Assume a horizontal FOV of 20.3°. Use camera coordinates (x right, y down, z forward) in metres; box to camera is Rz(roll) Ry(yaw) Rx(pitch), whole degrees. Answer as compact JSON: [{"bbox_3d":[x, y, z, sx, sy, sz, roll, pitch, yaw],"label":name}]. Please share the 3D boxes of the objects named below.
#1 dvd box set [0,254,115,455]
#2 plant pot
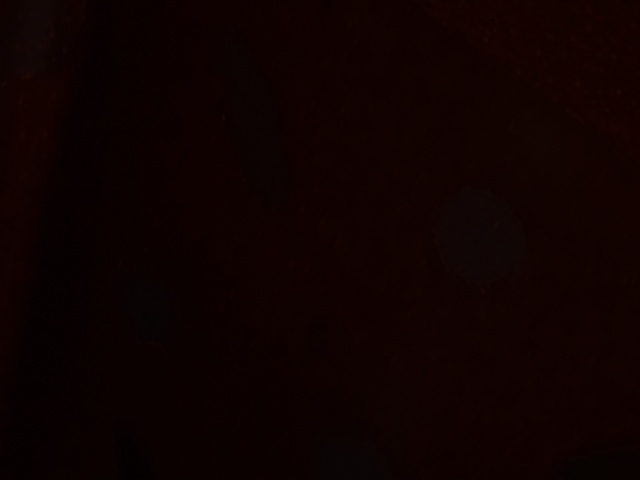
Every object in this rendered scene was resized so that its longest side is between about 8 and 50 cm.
[{"bbox_3d":[0.000,0.000,0.562,0.420,0.062,0.307,43,33,3],"label":"dvd box set"},{"bbox_3d":[-0.048,0.075,0.286,0.267,0.235,0.267,39,43,19],"label":"plant pot"}]
